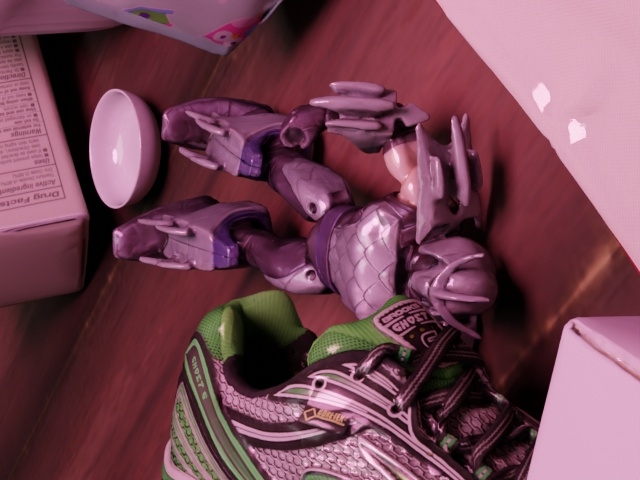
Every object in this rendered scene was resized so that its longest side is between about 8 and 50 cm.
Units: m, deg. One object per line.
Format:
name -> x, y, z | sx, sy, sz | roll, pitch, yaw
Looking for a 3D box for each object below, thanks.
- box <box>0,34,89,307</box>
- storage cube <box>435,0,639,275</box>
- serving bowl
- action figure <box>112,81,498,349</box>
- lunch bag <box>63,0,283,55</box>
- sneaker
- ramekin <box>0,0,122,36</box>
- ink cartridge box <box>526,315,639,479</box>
box -> -0.281, -0.106, 1.329 | 0.121, 0.148, 0.311 | 106, 150, -60
storage cube -> 0.183, -0.096, 0.556 | 0.183, 0.193, 0.215 | 61, 140, 37
serving bowl -> -0.132, -0.064, 1.223 | 0.083, 0.027, 0.083 | 7, 98, 58
action figure -> 0.000, 0.000, 0.951 | 0.285, 0.099, 0.185 | 23, 106, 52
lunch bag -> -0.086, -0.246, 0.957 | 0.262, 0.160, 0.223 | 43, 129, -4
sneaker -> 0.049, 0.107, 0.784 | 0.343, 0.134, 0.146 | 12, 106, 40
ramekin -> -0.198, -0.272, 1.217 | 0.277, 0.135, 0.277 | 3, 93, 58
ink cartridge box -> 0.164, 0.173, 0.586 | 0.121, 0.211, 0.289 | 37, 121, 53
